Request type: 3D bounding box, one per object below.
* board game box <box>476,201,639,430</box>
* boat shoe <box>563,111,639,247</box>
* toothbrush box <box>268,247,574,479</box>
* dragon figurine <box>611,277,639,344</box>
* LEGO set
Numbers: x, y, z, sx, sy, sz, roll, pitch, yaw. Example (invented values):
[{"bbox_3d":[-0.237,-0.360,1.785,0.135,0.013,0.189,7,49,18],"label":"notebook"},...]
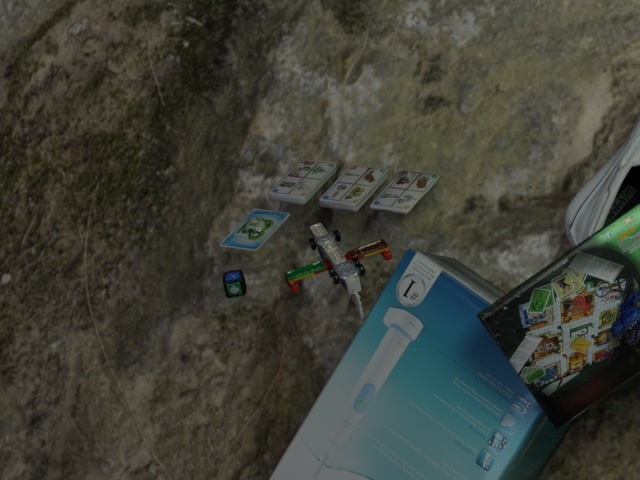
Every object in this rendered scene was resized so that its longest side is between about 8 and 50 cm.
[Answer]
[{"bbox_3d":[0.292,0.052,1.568,0.260,0.030,0.136,-34,84,0],"label":"board game box"},{"bbox_3d":[0.342,-0.076,1.625,0.258,0.095,0.084,-59,21,19],"label":"boat shoe"},{"bbox_3d":[0.120,0.190,1.704,0.216,0.126,0.295,34,99,26],"label":"toothbrush box"},{"bbox_3d":[0.403,0.026,1.501,0.289,0.085,0.144,-40,97,8],"label":"dragon figurine"},{"bbox_3d":[0.000,0.000,1.770,0.182,0.244,0.060,8,126,30],"label":"LEGO set"}]
